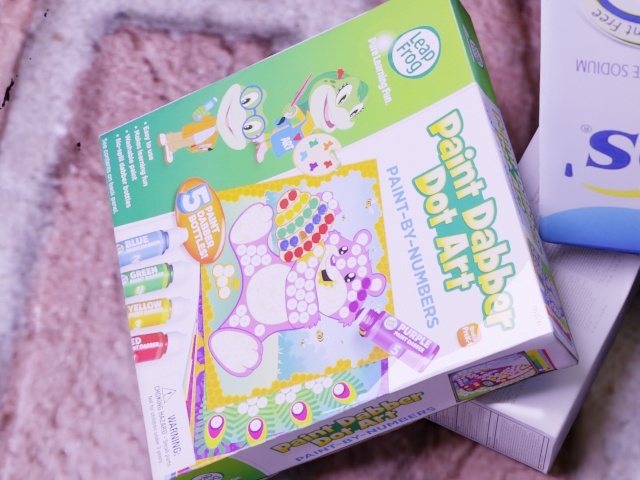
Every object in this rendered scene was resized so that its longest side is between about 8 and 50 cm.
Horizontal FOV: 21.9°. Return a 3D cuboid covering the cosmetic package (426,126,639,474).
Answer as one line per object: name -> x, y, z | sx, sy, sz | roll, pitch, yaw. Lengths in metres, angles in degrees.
cosmetic package -> 0.145, 0.015, 1.008 | 0.099, 0.060, 0.239 | 25, 63, 14

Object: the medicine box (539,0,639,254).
medicine box -> 0.255, -0.128, 0.867 | 0.263, 0.289, 0.149 | 7, 48, 14

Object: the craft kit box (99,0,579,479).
craft kit box -> 0.000, 0.000, 0.971 | 0.246, 0.061, 0.250 | -22, 58, 13
